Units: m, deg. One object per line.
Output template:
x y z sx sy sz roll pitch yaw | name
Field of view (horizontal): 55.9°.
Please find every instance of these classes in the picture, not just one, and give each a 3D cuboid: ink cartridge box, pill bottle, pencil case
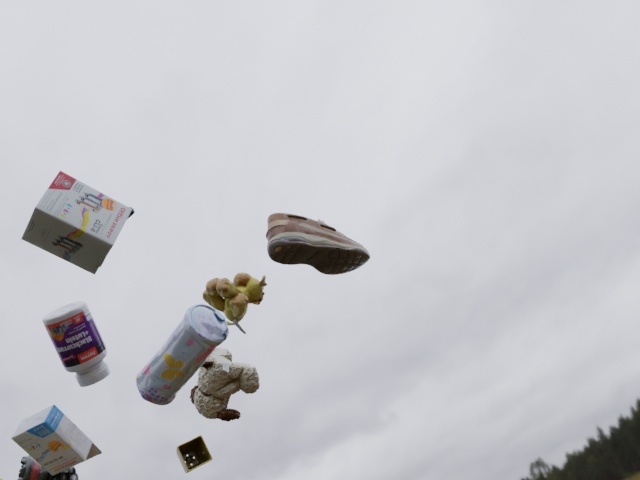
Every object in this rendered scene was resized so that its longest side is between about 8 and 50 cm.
-0.624 0.489 1.438 0.104 0.061 0.181 -27 -65 14 | ink cartridge box
-0.592 0.255 1.481 0.108 0.193 0.108 -18 13 4 | pill bottle
-0.536 -0.037 1.337 0.176 0.128 0.127 30 -48 -19 | ink cartridge box
-0.333 0.274 1.449 0.113 0.124 0.273 38 -69 -6 | pencil case

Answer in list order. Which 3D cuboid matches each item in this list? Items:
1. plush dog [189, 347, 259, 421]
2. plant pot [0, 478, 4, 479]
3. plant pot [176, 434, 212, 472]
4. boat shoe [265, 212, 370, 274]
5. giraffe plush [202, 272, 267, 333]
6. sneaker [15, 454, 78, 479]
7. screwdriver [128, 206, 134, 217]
-0.373 0.526 2.143 0.211 0.262 0.225 6 -80 -50 | plush dog
-0.856 0.634 1.325 0.228 0.227 0.207 32 -63 -5 | plant pot
-0.384 0.646 1.802 0.081 0.081 0.083 -18 -23 -35 | plant pot
0.000 0.000 1.468 0.123 0.116 0.324 -35 -34 30 | boat shoe
-0.261 0.176 2.006 0.181 0.210 0.170 -8 30 47 | giraffe plush
-0.711 0.624 1.585 0.135 0.097 0.276 11 -30 -5 | sneaker
-0.520 -0.025 1.468 0.170 0.025 0.024 -39 -50 6 | screwdriver
